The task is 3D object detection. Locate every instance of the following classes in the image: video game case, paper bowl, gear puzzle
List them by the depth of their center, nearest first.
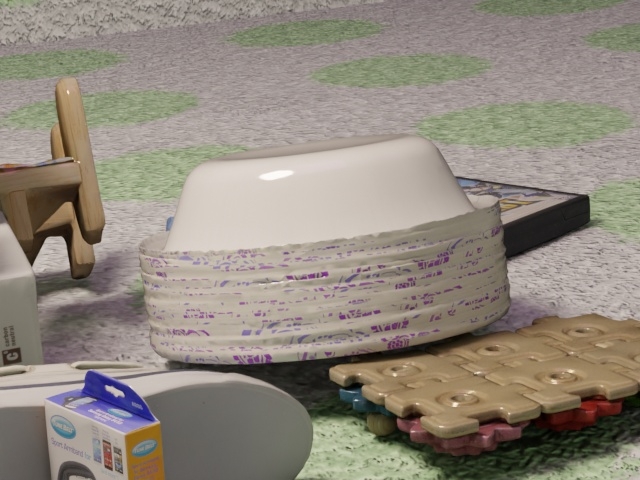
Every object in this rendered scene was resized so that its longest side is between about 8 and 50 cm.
[{"bbox_3d":[0.184,0.098,1.220,0.339,0.044,0.175,-9,15,-27],"label":"gear puzzle"},{"bbox_3d":[0.000,0.000,1.330,0.284,0.148,0.284,-7,7,1],"label":"paper bowl"},{"bbox_3d":[0.078,-0.015,1.639,0.248,0.035,0.275,10,22,42],"label":"video game case"}]

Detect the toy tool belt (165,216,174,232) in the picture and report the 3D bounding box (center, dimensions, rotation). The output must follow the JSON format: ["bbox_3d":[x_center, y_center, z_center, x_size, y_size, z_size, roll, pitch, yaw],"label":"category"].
[{"bbox_3d":[-0.134,-0.004,1.630,0.051,0.052,0.083,1,14,-12],"label":"toy tool belt"}]

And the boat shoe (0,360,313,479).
[{"bbox_3d":[-0.131,0.117,1.053,0.267,0.096,0.088,-2,22,-33],"label":"boat shoe"}]

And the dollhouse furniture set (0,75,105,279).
[{"bbox_3d":[-0.374,-0.102,1.404,0.362,0.256,0.394,-9,-11,-14],"label":"dollhouse furniture set"}]

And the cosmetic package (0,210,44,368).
[{"bbox_3d":[-0.275,0.079,1.192,0.151,0.151,0.183,-9,18,-15],"label":"cosmetic package"}]

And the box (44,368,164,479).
[{"bbox_3d":[-0.118,0.143,0.954,0.028,0.136,0.081,-18,21,-39],"label":"box"}]
